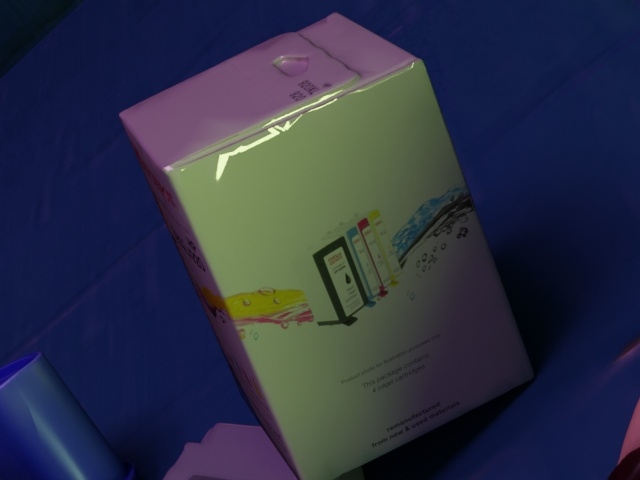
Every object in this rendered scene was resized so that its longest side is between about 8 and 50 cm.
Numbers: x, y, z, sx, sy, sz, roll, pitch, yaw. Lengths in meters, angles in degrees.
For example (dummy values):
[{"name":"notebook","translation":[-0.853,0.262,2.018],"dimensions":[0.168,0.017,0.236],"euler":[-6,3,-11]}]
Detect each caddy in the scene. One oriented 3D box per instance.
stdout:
[{"name":"caddy","translation":[-0.301,0.237,1.232],"dimensions":[0.341,0.179,0.241],"euler":[-26,8,38]}]

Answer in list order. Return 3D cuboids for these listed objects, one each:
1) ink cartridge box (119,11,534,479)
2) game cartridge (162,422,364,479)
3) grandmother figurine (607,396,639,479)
[{"name":"ink cartridge box","translation":[0.000,0.000,0.981],"dimensions":[0.168,0.233,0.171],"euler":[-25,22,-9]},{"name":"game cartridge","translation":[-0.091,0.257,1.011],"dimensions":[0.198,0.062,0.297],"euler":[0,51,52]},{"name":"grandmother figurine","translation":[0.167,0.119,0.695],"dimensions":[0.104,0.208,0.342],"euler":[9,50,20]}]
